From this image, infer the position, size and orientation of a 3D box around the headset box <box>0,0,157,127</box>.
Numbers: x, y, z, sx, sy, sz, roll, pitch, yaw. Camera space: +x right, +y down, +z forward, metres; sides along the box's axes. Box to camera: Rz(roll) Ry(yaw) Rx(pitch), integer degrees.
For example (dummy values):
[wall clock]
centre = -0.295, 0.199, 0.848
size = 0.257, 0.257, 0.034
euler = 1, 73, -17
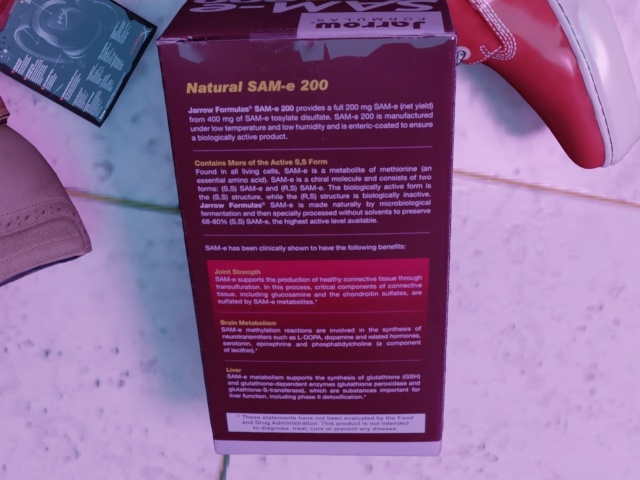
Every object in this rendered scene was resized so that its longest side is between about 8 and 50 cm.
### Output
[headset box]
centre = -0.138, -0.108, 0.463
size = 0.083, 0.032, 0.062
euler = 29, 98, -14

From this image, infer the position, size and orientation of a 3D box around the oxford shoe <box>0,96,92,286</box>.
[oxford shoe]
centre = -0.241, 0.065, 0.375
size = 0.348, 0.123, 0.130
euler = -47, 108, -29

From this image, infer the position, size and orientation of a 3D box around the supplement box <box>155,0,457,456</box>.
[supplement box]
centre = 0.000, 0.000, 0.452
size = 0.130, 0.073, 0.239
euler = 0, 121, 3

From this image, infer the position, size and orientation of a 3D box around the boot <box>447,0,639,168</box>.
[boot]
centre = 0.047, -0.112, 0.468
size = 0.176, 0.088, 0.244
euler = -34, 101, 3
